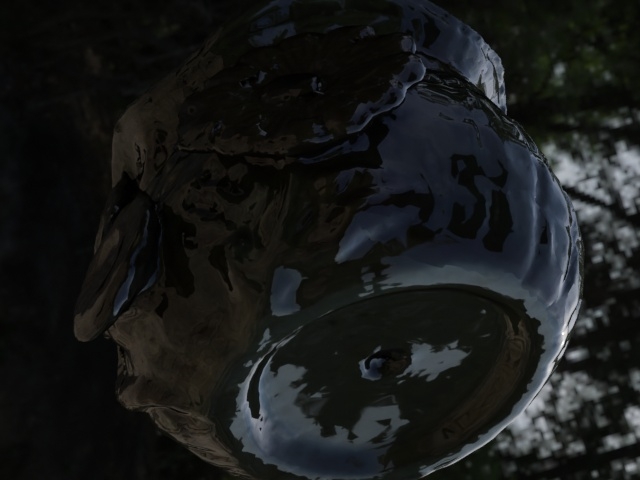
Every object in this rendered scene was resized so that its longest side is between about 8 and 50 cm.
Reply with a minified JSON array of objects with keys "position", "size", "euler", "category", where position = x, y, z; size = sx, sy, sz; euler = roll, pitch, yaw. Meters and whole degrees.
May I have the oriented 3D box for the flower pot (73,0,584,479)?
[{"position":[0.000,0.000,0.774],"size":[0.302,0.301,0.213],"euler":[77,-4,-49],"category":"flower pot"}]
